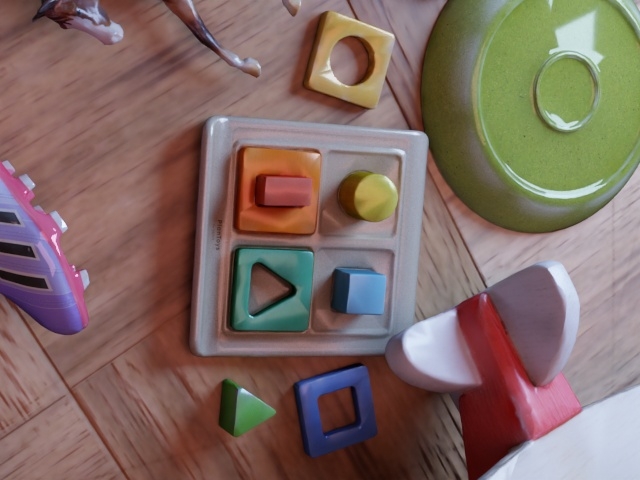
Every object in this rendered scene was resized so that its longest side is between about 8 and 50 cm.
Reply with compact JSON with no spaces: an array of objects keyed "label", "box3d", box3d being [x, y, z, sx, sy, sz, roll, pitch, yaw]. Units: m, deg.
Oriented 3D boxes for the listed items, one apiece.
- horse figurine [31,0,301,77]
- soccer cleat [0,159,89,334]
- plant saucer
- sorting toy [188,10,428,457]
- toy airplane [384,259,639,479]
[{"label":"horse figurine","box3d":[-0.078,-0.238,0.787,0.174,0.066,0.263,22,87,-27]},{"label":"soccer cleat","box3d":[-0.239,-0.033,0.729,0.095,0.083,0.248,-35,106,-17]},{"label":"plant saucer","box3d":[0.196,-0.123,0.949,0.241,0.037,0.241,-4,99,-25]},{"label":"sorting toy","box3d":[0.000,0.000,0.865,0.196,0.047,0.347,1,96,-26]},{"label":"toy airplane","box3d":[0.208,0.199,0.862,0.384,0.272,0.386,41,61,-35]}]
